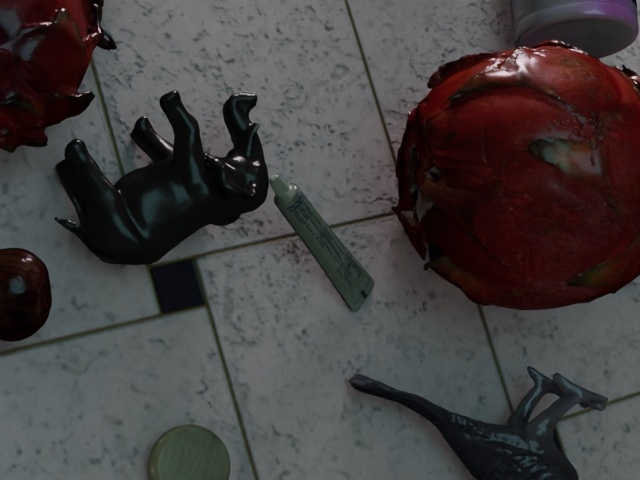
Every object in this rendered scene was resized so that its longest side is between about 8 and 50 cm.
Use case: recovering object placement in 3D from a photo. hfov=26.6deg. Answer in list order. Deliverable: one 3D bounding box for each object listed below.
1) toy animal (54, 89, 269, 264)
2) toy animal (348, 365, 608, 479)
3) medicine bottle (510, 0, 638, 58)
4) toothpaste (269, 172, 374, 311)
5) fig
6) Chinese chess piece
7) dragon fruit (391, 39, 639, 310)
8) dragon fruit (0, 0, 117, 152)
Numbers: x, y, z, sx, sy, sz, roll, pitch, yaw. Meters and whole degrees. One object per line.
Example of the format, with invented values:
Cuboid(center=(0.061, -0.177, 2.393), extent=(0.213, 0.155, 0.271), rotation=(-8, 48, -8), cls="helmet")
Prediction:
Cuboid(center=(-0.153, -0.065, 1.384), extent=(0.245, 0.114, 0.146), rotation=(-32, 85, -9), cls="toy animal")
Cuboid(center=(0.219, 0.225, 1.489), extent=(0.206, 0.081, 0.367), rotation=(-43, 97, -18), cls="toy animal")
Cuboid(center=(0.304, -0.362, 1.665), extent=(0.152, 0.152, 0.254), rotation=(4, 74, -26), cls="medicine bottle")
Cuboid(center=(0.000, 0.000, 1.444), extent=(0.197, 0.029, 0.048), rotation=(53, 56, -35), cls="toothpaste")
Cuboid(center=(-0.320, 0.048, 1.282), extent=(0.125, 0.089, 0.089), rotation=(7, 71, 2), cls="fig")
Cuboid(center=(-0.131, 0.225, 1.344), extent=(0.084, 0.034, 0.084), rotation=(6, 75, -25), cls="Chinese chess piece")
Cuboid(center=(0.230, -0.070, 1.473), extent=(0.301, 0.295, 0.296), rotation=(4, 73, -12), cls="dragon fruit")
Cuboid(center=(-0.306, -0.202, 1.300), extent=(0.192, 0.193, 0.274), rotation=(4, 70, 6), cls="dragon fruit")
